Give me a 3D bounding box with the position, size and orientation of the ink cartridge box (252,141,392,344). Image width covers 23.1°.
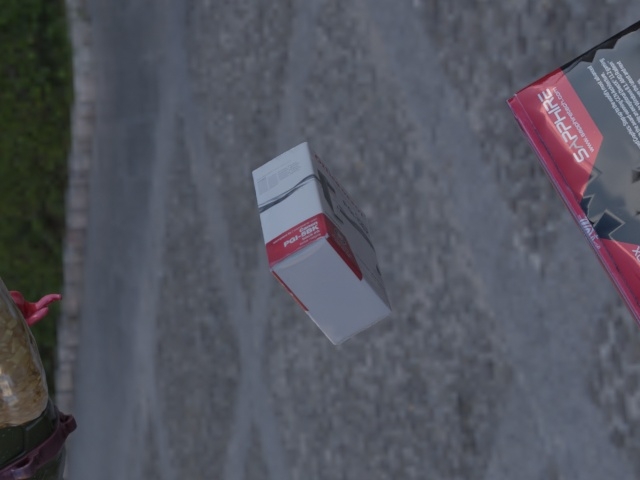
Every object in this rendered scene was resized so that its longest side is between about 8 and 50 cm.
[{"bbox_3d":[0.000,0.000,1.246,0.099,0.056,0.135,50,-164,-34],"label":"ink cartridge box"}]

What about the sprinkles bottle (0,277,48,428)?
[{"bbox_3d":[-0.280,0.096,0.566,0.121,0.355,0.121,50,159,28],"label":"sprinkles bottle"}]

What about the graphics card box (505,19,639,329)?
[{"bbox_3d":[0.334,-0.085,0.988,0.094,0.371,0.233,45,-164,-56],"label":"graphics card box"}]

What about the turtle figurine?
[{"bbox_3d":[-0.195,0.121,0.884,0.118,0.175,0.234,-6,113,40],"label":"turtle figurine"}]
